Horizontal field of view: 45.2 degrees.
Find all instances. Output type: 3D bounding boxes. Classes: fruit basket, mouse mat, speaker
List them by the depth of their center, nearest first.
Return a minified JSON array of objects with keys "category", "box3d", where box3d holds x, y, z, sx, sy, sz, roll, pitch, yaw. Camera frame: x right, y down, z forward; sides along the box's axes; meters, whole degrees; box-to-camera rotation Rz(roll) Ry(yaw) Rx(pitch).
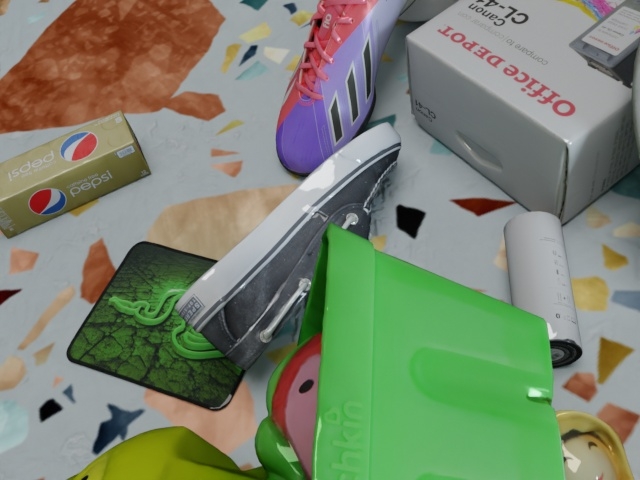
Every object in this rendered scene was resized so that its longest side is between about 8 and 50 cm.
[{"category":"fruit basket","box3d":[-0.042,0.201,0.518,0.393,0.282,0.391,4,55,-6]},{"category":"speaker","box3d":[0.197,0.041,0.687,0.055,0.055,0.136,-4,55,10]},{"category":"mouse mat","box3d":[-0.145,0.078,0.768,0.190,0.007,0.152,14,59,20]}]

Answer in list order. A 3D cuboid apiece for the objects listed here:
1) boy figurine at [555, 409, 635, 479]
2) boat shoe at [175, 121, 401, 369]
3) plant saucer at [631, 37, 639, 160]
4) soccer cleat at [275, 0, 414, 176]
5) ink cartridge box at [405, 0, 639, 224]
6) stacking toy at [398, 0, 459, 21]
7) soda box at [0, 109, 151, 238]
[{"category":"boy figurine","box3d":[0.233,0.236,0.518,0.177,0.092,0.285,-23,57,-4]},{"category":"boat shoe","box3d":[0.000,0.000,0.740,0.102,0.108,0.301,45,56,0]},{"category":"plant saucer","box3d":[0.461,-0.115,0.652,0.401,0.100,0.400,0,89,6]},{"category":"soccer cleat","box3d":[0.025,-0.223,0.821,0.109,0.116,0.318,27,92,23]},{"category":"ink cartridge box","box3d":[0.275,-0.194,0.793,0.306,0.131,0.226,-36,55,-15]},{"category":"stacking toy","box3d":[0.243,-0.453,0.924,0.480,0.350,0.350,-41,55,3]},{"category":"soda box","box3d":[-0.293,-0.076,0.880,0.181,0.058,0.061,-25,54,-6]}]
